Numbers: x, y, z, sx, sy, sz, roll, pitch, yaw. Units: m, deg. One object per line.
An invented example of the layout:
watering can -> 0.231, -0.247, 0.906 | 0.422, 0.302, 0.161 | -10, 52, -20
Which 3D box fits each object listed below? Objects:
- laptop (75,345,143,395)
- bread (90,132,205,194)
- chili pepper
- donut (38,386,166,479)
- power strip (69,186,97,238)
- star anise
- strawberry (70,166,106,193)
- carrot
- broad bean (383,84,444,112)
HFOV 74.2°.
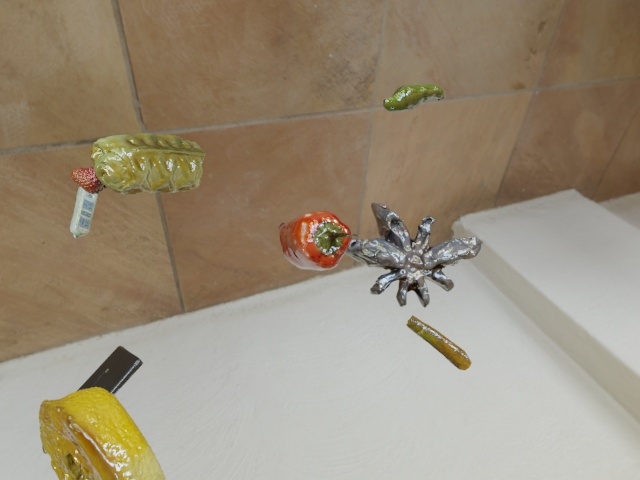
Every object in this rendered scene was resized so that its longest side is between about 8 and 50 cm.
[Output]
laptop -> -0.496, 0.327, 0.940 | 0.197, 0.135, 0.016 | -52, 128, -28
bread -> -0.411, -0.185, 1.015 | 0.130, 0.152, 0.268 | -44, 167, 28
chili pepper -> 0.000, 0.000, 0.618 | 0.086, 0.192, 0.083 | 16, 77, -27
donut -> -0.231, 0.237, 0.458 | 0.162, 0.178, 0.065 | -28, 180, 40
power strip -> -0.666, -0.092, 1.196 | 0.030, 0.191, 0.048 | -20, 149, 26
star anise -> 0.169, 0.026, 0.832 | 0.198, 0.258, 0.110 | -62, 177, -15
strawberry -> -0.578, -0.156, 1.061 | 0.083, 0.073, 0.073 | 30, 109, -21
carrot -> 0.260, 0.225, 0.936 | 0.171, 0.042, 0.042 | 37, 107, -1
broad bean -> 0.321, -0.471, 1.386 | 0.325, 0.067, 0.075 | -19, 145, -32
